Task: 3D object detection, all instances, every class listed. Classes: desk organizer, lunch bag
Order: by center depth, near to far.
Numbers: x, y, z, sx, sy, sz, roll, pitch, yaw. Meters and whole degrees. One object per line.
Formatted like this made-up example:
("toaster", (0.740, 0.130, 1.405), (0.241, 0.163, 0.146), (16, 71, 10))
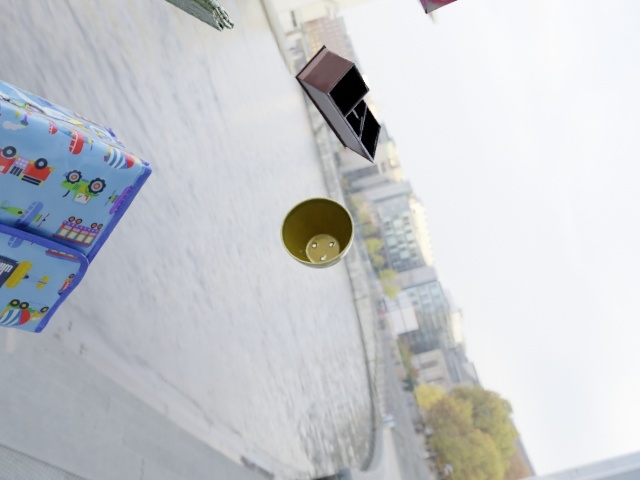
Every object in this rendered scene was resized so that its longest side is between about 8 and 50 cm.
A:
("desk organizer", (0.031, -0.141, 0.769), (0.050, 0.047, 0.130), (38, -6, 38))
("lunch bag", (-0.378, -0.022, 0.837), (0.221, 0.293, 0.138), (22, 13, -49))

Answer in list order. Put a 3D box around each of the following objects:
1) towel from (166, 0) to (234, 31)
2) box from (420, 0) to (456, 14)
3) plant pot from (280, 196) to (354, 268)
("towel", (-0.193, -0.346, 1.012), (0.027, 0.148, 0.110), (-61, 177, 0))
("box", (0.173, -0.343, 0.665), (0.142, 0.154, 0.300), (61, 37, -21))
("plant pot", (0.000, 0.000, 1.341), (0.095, 0.134, 0.134), (71, 4, -65))
